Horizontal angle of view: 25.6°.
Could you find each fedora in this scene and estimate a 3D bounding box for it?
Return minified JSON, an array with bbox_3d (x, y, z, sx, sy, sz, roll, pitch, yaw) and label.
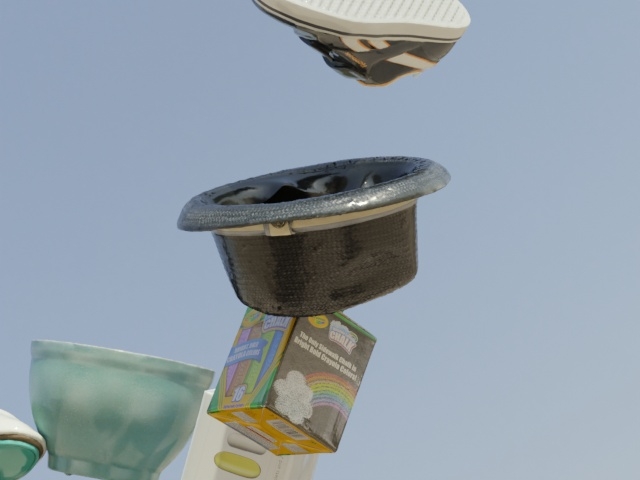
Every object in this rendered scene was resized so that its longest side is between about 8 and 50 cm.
[{"bbox_3d":[0.000,0.000,1.698,0.333,0.153,0.334,-9,12,2],"label":"fedora"}]

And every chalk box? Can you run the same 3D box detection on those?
[{"bbox_3d":[-0.029,0.152,1.801,0.132,0.213,0.132,36,-30,-27],"label":"chalk box"}]

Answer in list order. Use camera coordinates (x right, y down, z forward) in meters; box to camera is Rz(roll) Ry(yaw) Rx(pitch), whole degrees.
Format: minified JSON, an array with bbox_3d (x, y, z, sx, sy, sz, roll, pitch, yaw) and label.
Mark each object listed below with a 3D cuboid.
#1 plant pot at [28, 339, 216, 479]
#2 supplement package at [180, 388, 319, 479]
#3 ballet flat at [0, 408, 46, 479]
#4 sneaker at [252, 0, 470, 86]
[{"bbox_3d":[-0.323,0.276,2.193,0.293,0.196,0.293,9,-10,2],"label":"plant pot"},{"bbox_3d":[-0.106,0.352,2.010,0.204,0.145,0.262,11,-86,-76],"label":"supplement package"},{"bbox_3d":[-0.558,0.341,2.252,0.139,0.139,0.400,2,-29,-40],"label":"ballet flat"},{"bbox_3d":[0.035,-0.271,1.812,0.321,0.126,0.127,7,-44,-30],"label":"sneaker"}]
